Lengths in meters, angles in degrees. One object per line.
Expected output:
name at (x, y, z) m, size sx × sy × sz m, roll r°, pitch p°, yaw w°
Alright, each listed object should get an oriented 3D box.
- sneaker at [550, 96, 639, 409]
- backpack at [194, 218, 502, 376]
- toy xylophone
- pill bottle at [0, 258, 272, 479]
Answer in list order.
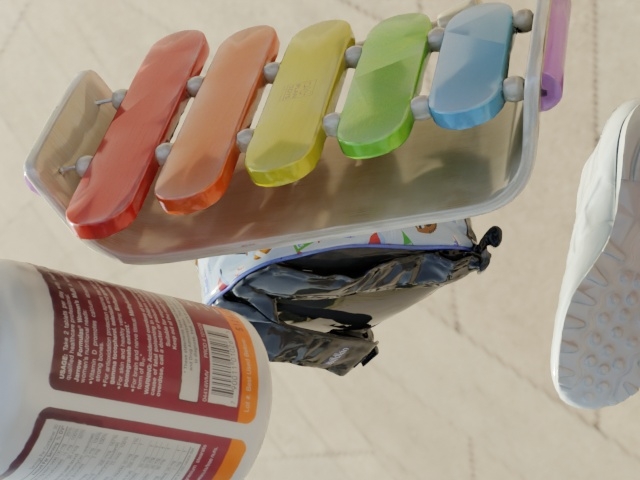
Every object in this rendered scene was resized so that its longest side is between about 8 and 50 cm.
sneaker at (0.220, 0.009, 1.038) m, size 0.090 × 0.235 × 0.095 m, roll 18°, pitch 179°, yaw -15°
backpack at (0.000, 0.000, 1.448) m, size 0.276 × 0.263 × 0.213 m, roll -44°, pitch 60°, yaw 44°
toy xylophone at (-0.007, -0.082, 0.830) m, size 0.236 × 0.322 × 0.081 m, roll -86°, pitch -22°, yaw -54°
pill bottle at (-0.146, 0.078, 0.782) m, size 0.221 × 0.121 × 0.121 m, roll 16°, pitch 180°, yaw -36°
